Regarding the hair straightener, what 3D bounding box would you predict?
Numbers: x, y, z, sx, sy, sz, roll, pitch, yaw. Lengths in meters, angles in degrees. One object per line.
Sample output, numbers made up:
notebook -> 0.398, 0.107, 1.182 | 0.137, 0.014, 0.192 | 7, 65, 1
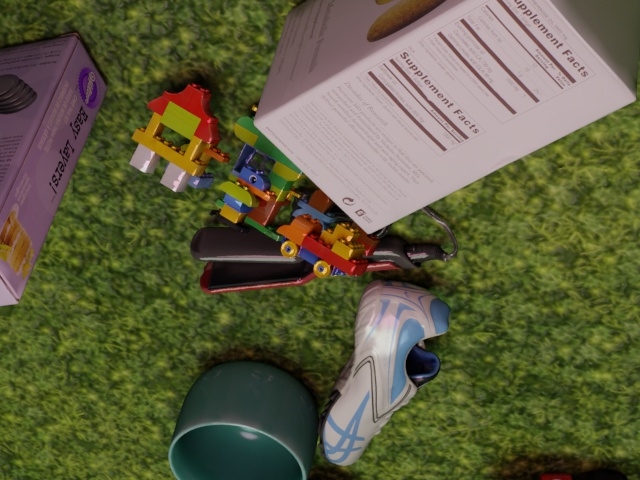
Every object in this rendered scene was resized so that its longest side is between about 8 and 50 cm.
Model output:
hair straightener -> 0.000, 0.000, 1.580 | 0.230, 0.047, 0.089 | -1, 134, 16

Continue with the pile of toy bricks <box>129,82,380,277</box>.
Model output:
pile of toy bricks -> -0.032, -0.059, 1.501 | 0.212, 0.118, 0.105 | 31, 102, 17

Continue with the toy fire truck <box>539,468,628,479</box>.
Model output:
toy fire truck -> 0.165, 0.304, 1.788 | 0.246, 0.158, 0.217 | 1, 135, 1

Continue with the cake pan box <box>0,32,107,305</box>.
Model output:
cake pan box -> -0.323, -0.043, 1.487 | 0.267, 0.246, 0.070 | -8, 131, 22

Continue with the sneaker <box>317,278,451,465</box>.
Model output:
sneaker -> 0.053, 0.128, 1.666 | 0.086, 0.085, 0.237 | 20, 137, 2

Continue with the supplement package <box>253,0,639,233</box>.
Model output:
supplement package -> 0.094, -0.134, 1.354 | 0.244, 0.139, 0.134 | -27, 123, 34

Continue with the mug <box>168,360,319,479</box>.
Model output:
mug -> -0.075, 0.178, 1.743 | 0.129, 0.097, 0.158 | 38, 132, -22
